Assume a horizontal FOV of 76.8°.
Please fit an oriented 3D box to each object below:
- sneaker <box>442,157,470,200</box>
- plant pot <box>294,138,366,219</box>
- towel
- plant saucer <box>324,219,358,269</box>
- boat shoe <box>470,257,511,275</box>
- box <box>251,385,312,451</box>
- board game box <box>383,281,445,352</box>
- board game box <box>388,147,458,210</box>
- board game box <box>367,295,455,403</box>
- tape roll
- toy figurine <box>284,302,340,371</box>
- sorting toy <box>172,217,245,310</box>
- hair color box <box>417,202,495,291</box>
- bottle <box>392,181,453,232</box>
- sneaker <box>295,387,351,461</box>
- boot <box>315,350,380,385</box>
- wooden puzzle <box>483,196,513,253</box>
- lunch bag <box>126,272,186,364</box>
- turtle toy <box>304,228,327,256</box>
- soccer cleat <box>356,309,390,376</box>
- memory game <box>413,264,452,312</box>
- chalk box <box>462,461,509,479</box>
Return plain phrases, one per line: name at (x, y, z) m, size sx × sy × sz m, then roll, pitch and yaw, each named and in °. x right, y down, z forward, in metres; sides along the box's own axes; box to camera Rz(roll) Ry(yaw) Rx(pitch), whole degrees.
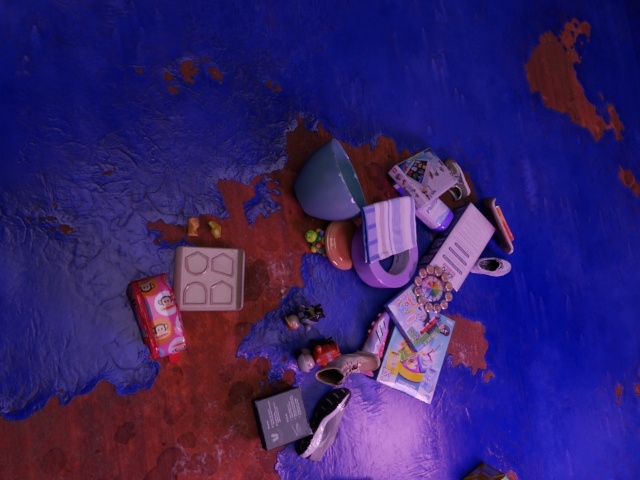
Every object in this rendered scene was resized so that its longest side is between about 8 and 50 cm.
sneaker at (0.577, -0.260, 1.755) m, size 0.086 × 0.064 × 0.192 m, roll -37°, pitch 99°, yaw -26°
plant pot at (0.021, -0.188, 1.446) m, size 0.195 × 0.290 × 0.291 m, roll -22°, pitch 91°, yaw 16°
towel at (0.253, -0.043, 1.448) m, size 0.284 × 0.034 × 0.210 m, roll -15°, pitch 105°, yaw -40°
plant saucer at (0.096, 0.009, 1.510) m, size 0.199 × 0.037 × 0.200 m, roll 6°, pitch 82°, yaw -45°
boat shoe at (0.756, 0.115, 1.764) m, size 0.227 × 0.081 × 0.080 m, roll 3°, pitch 82°, yaw -20°
box at (-0.131, 0.587, 1.342) m, size 0.158 × 0.093 × 0.156 m, roll -11°, pitch 74°, yaw -22°
board game box at (0.356, 0.287, 1.525) m, size 0.160 × 0.039 × 0.212 m, roll -35°, pitch 92°, yaw -23°
board game box at (0.420, -0.255, 1.623) m, size 0.305 × 0.053 × 0.193 m, roll -31°, pitch 80°, yaw -44°
board game box at (0.359, 0.421, 1.572) m, size 0.253 × 0.079 × 0.337 m, roll 27°, pitch 74°, yaw -16°
tape roll at (0.248, 0.043, 1.541) m, size 0.274 × 0.090 × 0.275 m, roll 5°, pitch 81°, yaw -36°
toy figurine at (-0.039, 0.323, 1.368) m, size 0.148 × 0.213 × 0.210 m, roll -22°, pitch 87°, yaw -6°
sorting toy at (-0.374, 0.082, 1.365) m, size 0.228 × 0.041 × 0.308 m, roll 3°, pitch 82°, yaw -16°
hair color box at (0.569, 0.028, 1.692) m, size 0.174 × 0.105 × 0.347 m, roll 43°, pitch 70°, yaw -11°
bottle at (0.419, -0.158, 1.666) m, size 0.282 × 0.092 × 0.118 m, roll 41°, pitch 67°, yaw -11°
sneaker at (0.026, 0.641, 1.414) m, size 0.108 × 0.100 × 0.272 m, roll 41°, pitch 77°, yaw -21°
boot at (0.096, 0.439, 1.383) m, size 0.212 × 0.165 × 0.077 m, roll -2°, pitch 92°, yaw 10°
wooden puzzle at (0.768, -0.073, 1.734) m, size 0.044 × 0.221 × 0.239 m, roll -19°, pitch 92°, yaw 14°
lunch bag at (-0.467, 0.232, 1.170) m, size 0.120 × 0.293 × 0.259 m, roll -18°, pitch 89°, yaw -27°
turtle toy at (0.000, 0.000, 1.499) m, size 0.130 × 0.066 × 0.095 m, roll 19°, pitch 76°, yaw -18°
soccer cleat at (0.209, 0.382, 1.509) m, size 0.095 × 0.083 × 0.248 m, roll 29°, pitch 76°, yaw 14°
memory game at (0.434, 0.184, 1.549) m, size 0.186 × 0.012 × 0.187 m, roll 5°, pitch 77°, yaw -22°
chalk box at (0.683, 1.024, 1.586) m, size 0.131 × 0.132 × 0.213 m, roll -26°, pitch 93°, yaw -22°
